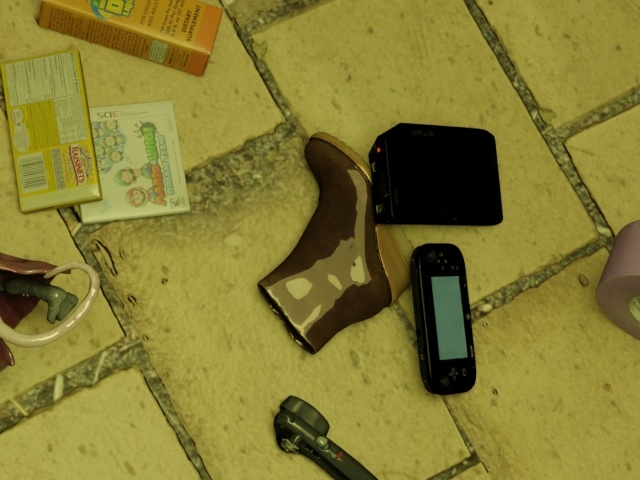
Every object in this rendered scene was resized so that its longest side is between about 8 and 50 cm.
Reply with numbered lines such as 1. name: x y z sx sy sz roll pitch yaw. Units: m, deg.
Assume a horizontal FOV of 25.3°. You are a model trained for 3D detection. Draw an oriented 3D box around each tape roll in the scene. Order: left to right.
1. tape roll: 0.509 0.076 1.882 0.275 0.275 0.090 26 71 -6

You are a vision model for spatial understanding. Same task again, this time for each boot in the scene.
1. boot: 0.000 0.000 1.874 0.207 0.090 0.248 -33 89 -23

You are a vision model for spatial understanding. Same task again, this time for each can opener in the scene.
1. can opener: 0.015 0.276 1.821 0.186 0.059 0.073 41 69 0

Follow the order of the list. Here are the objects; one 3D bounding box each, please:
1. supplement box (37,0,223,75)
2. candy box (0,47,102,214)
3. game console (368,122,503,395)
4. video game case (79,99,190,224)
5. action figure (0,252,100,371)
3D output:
1. supplement box: -0.254 -0.299 1.903 0.234 0.080 0.078 16 70 -7
2. candy box: -0.350 -0.142 1.851 0.105 0.027 0.205 -10 78 -2
3. game console: 0.168 0.023 1.901 0.213 0.044 0.361 -1 83 -40
4. video game case: -0.254 -0.104 1.880 0.143 0.019 0.157 -7 77 -15
5. action figure: -0.484 0.016 1.661 0.370 0.276 0.248 47 66 -18
